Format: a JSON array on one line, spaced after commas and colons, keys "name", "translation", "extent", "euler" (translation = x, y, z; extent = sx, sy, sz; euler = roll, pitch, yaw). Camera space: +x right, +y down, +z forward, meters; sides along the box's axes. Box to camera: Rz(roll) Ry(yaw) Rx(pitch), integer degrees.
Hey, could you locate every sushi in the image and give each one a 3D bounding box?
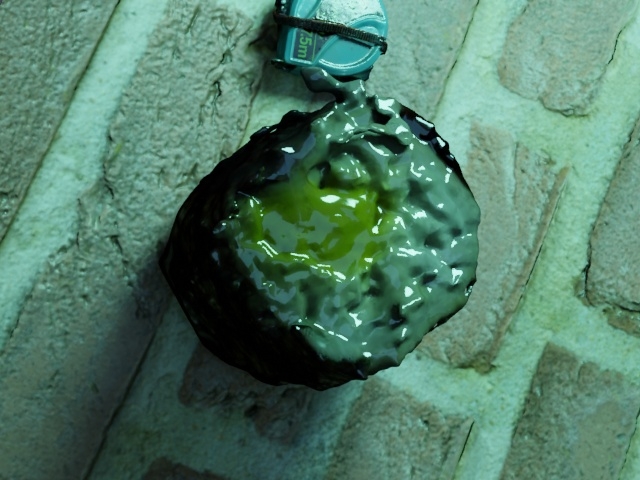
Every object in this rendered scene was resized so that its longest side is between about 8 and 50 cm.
[{"name": "sushi", "translation": [0.002, 0.001, 1.417], "extent": [0.281, 0.294, 0.299], "euler": [39, 73, -8]}]

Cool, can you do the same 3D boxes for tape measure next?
[{"name": "tape measure", "translation": [0.013, -0.257, 1.567], "extent": [0.146, 0.081, 0.125], "euler": [11, 83, -15]}]

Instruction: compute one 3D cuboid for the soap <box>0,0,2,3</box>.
[{"name": "soap", "translation": [-0.419, -0.323, 1.443], "extent": [0.162, 0.099, 0.250], "euler": [27, 76, -11]}]
